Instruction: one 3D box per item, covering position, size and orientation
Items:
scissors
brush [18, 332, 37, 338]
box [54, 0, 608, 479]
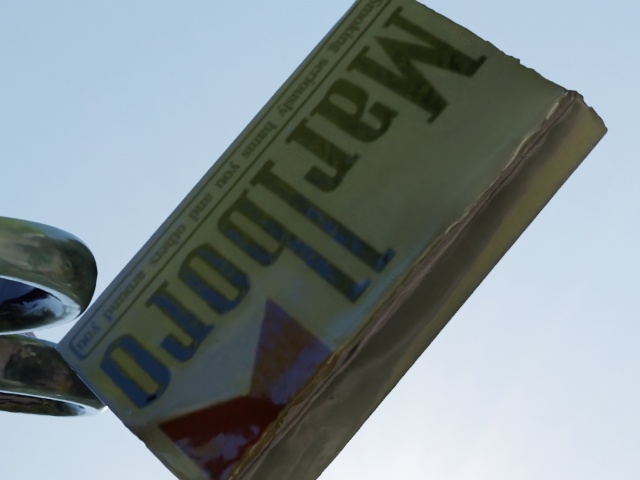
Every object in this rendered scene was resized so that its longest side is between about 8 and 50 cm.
[{"bbox_3d":[-0.261,0.017,0.633,0.383,0.029,0.256,6,-15,-5],"label":"scissors"},{"bbox_3d":[-0.190,0.029,1.090,0.047,0.233,0.103,-42,-49,-7],"label":"brush"},{"bbox_3d":[0.000,0.000,0.636,0.177,0.115,0.036,-50,-46,-3],"label":"box"}]
